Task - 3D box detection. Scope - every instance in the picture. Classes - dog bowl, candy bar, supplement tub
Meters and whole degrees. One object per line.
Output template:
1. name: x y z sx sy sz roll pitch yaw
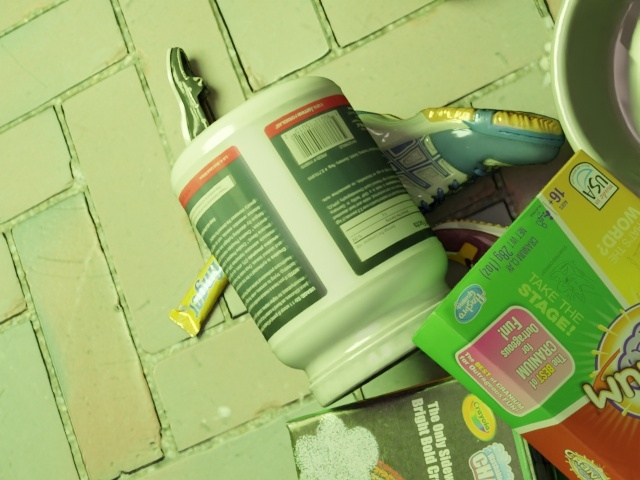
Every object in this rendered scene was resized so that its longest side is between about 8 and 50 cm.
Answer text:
1. dog bowl: 0.372 -0.167 1.394 0.348 0.102 0.349 2 93 32
2. candy bar: -0.110 0.027 1.639 0.040 0.018 0.161 34 96 22
3. supplement tub: 0.000 0.000 1.427 0.191 0.191 0.272 -34 83 14

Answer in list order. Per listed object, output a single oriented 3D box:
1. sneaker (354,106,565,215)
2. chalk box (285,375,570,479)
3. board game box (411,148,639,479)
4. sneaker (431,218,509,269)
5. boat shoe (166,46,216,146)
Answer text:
1. sneaker: 0.109 -0.069 1.528 0.296 0.112 0.131 -1 89 31
2. chalk box: 0.143 0.225 1.422 0.289 0.179 0.180 -16 75 18
3. board game box: 0.276 0.104 1.337 0.316 0.064 0.242 41 61 6
4. sneaker: 0.185 0.033 1.492 0.185 0.069 0.084 9 80 24
5. boat shoe: -0.139 -0.157 1.663 0.038 0.046 0.125 -17 79 19
